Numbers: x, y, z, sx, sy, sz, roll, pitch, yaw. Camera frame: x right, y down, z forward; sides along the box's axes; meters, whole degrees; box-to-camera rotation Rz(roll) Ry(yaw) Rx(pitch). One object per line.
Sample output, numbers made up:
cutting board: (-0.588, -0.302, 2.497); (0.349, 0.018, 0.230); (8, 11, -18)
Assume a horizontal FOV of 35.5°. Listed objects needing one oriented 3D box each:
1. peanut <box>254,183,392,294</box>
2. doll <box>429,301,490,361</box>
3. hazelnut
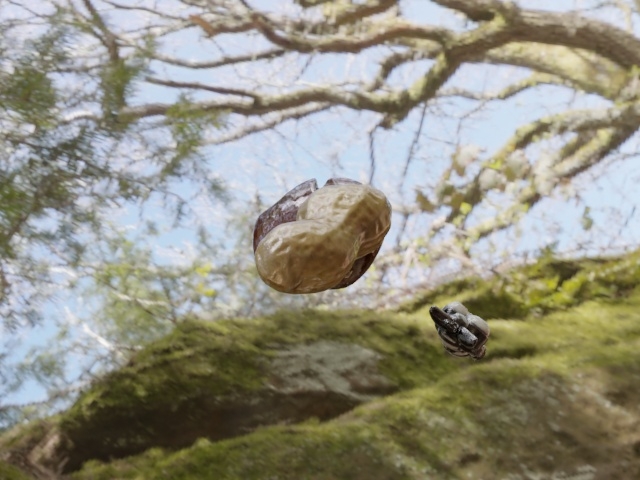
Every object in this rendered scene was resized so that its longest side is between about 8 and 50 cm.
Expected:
peanut: (0.004, -0.004, 1.007); (0.193, 0.089, 0.089); (-38, -51, -50)
doll: (0.215, 0.141, 1.530); (0.067, 0.091, 0.219); (-49, -17, -2)
hazelnut: (0.000, 0.000, 1.503); (0.204, 0.178, 0.178); (-14, -63, -7)
